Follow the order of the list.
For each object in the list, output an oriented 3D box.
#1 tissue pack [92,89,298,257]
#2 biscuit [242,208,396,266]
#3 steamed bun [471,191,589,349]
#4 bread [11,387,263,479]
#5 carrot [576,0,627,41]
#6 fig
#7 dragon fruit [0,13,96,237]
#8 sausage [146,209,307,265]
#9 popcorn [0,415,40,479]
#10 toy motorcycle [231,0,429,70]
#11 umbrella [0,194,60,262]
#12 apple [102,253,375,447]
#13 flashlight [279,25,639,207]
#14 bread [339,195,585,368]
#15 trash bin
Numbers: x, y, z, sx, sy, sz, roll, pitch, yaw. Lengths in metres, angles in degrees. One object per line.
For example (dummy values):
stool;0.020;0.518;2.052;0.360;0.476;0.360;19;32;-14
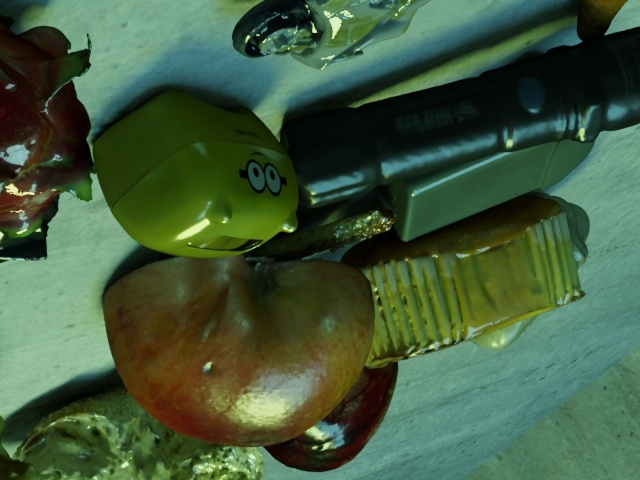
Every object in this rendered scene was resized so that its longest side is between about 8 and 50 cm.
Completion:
tissue pack;-0.101;-0.048;1.286;0.123;0.127;0.178;-35;161;22
biscuit;-0.001;0.001;1.636;0.206;0.025;0.126;-17;175;26
steamed bun;0.242;0.018;1.954;0.218;0.144;0.211;-46;-170;16
bread;-0.226;0.263;1.833;0.314;0.171;0.192;-11;-177;2
carrot;0.282;-0.242;1.460;0.061;0.061;0.209;-26;168;-10
fig;-0.010;0.171;1.859;0.224;0.224;0.263;-40;161;30
dragon fruit;-0.219;-0.099;0.985;0.137;0.135;0.236;-16;139;-20
sausage;-0.097;0.001;1.582;0.198;0.025;0.028;-19;-168;-27
popcorn;-0.400;0.294;1.507;0.282;0.282;0.247;-6;137;-51
toy motorcycle;0.041;-0.200;1.181;0.225;0.073;0.152;-32;163;11
umbrella;-0.350;0.007;1.086;0.340;0.118;0.118;-21;160;-24
apple;-0.080;0.130;1.582;0.293;0.163;0.251;-1;157;-16
flashlight;0.157;-0.124;1.460;0.424;0.103;0.103;-15;158;-17
bread;0.161;0.037;1.754;0.288;0.156;0.204;-16;-179;-12
trash bin;0.180;-0.100;1.618;0.236;0.101;0.176;-23;163;-9
